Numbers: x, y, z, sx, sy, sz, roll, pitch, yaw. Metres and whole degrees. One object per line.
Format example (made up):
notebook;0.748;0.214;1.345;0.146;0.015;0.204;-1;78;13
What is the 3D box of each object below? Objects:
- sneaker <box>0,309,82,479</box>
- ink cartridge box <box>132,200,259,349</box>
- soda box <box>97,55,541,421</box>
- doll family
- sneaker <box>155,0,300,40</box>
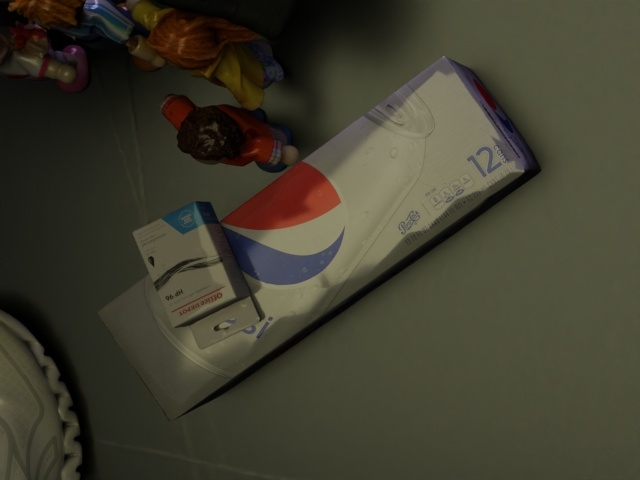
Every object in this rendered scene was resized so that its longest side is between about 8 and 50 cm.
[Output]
sneaker;-0.228;0.186;1.048;0.110;0.118;0.292;-12;89;16
ink cartridge box;-0.077;0.023;0.946;0.048;0.028;0.083;-26;83;15
soda box;0.000;0.000;0.992;0.286;0.098;0.091;-36;84;14
doll family;-0.124;-0.132;0.979;0.263;0.163;0.118;20;96;12
sneaker;-0.087;-0.241;0.925;0.130;0.286;0.109;6;131;-22
